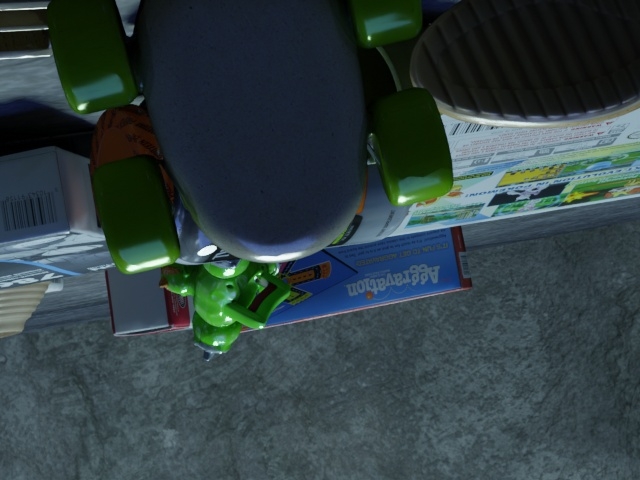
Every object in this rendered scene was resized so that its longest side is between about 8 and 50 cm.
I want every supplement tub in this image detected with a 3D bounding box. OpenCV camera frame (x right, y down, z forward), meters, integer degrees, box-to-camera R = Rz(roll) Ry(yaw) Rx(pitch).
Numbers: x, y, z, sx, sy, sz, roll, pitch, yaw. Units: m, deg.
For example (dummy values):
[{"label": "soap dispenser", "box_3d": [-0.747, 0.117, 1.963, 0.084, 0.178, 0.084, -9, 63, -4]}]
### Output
[{"label": "supplement tub", "box_3d": [-0.044, -0.047, 1.006, 0.190, 0.117, 0.117, -8, 175, -29]}]

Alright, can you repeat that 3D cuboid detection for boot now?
[{"label": "boot", "box_3d": [0.166, -0.101, 0.930, 0.248, 0.090, 0.207, -13, 173, -5]}]

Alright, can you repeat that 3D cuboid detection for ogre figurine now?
[{"label": "ogre figurine", "box_3d": [-0.063, 0.009, 1.212, 0.097, 0.118, 0.197, 31, 139, -8]}]

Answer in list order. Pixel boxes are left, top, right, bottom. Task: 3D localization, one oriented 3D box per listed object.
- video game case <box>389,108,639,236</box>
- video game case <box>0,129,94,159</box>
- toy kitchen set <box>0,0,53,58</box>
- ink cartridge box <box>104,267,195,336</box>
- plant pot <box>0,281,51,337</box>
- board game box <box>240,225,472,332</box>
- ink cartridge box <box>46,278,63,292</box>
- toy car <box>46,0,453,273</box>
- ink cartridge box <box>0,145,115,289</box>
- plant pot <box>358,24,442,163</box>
[{"label": "video game case", "box_3d": [0.175, -0.078, 1.260, 0.329, 0.036, 0.300, -9, 164, -11]}, {"label": "video game case", "box_3d": [-0.254, -0.044, 1.168, 0.274, 0.026, 0.196, -10, 175, -13]}, {"label": "toy kitchen set", "box_3d": [-0.136, -0.089, 0.654, 0.075, 0.083, 0.068, -7, 133, -28]}, {"label": "ink cartridge box", "box_3d": [-0.153, 0.032, 1.640, 0.072, 0.127, 0.175, -10, 175, 21]}, {"label": "plant pot", "box_3d": [-0.353, 0.044, 1.504, 0.237, 0.109, 0.237, -10, 176, -1]}, {"label": "board game box", "box_3d": [0.000, 0.000, 1.473, 0.281, 0.145, 0.027, -12, 174, 28]}, {"label": "ink cartridge box", "box_3d": [-0.427, 0.048, 1.734, 0.232, 0.066, 0.189, -15, 175, 9]}, {"label": "toy car", "box_3d": [-0.037, -0.085, 0.744, 0.155, 0.149, 0.188, -14, -158, -3]}, {"label": "ink cartridge box", "box_3d": [-0.212, -0.009, 1.159, 0.165, 0.065, 0.333, -11, 176, 10]}, {"label": "plant pot", "box_3d": [0.048, -0.096, 0.921, 0.079, 0.083, 0.083, -22, -177, -36]}]
